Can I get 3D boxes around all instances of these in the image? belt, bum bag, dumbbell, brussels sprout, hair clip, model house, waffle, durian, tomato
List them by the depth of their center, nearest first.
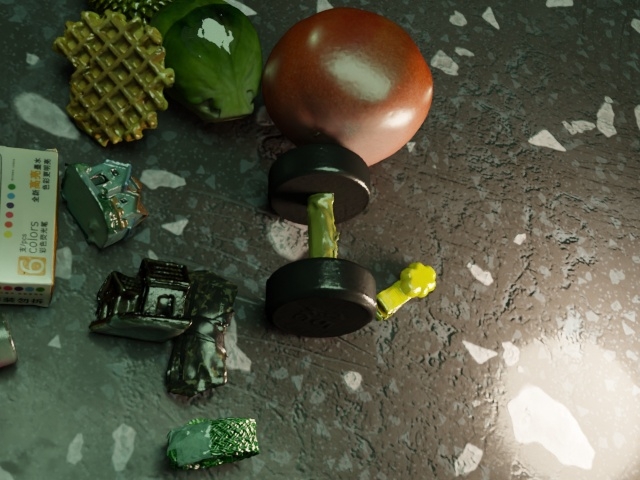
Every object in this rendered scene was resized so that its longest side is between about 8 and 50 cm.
[{"bbox_3d":[-0.176,0.320,1.255,0.151,0.121,0.079,-5,67,-20],"label":"belt"},{"bbox_3d":[-0.301,0.092,1.337,0.165,0.106,0.152,10,58,-11],"label":"model house"},{"bbox_3d":[-0.206,0.158,1.364,0.102,0.069,0.248,-8,60,16],"label":"bum bag"},{"bbox_3d":[-0.370,-0.081,1.411,0.149,0.119,0.148,-31,77,-41],"label":"model house"},{"bbox_3d":[0.000,0.000,1.457,0.204,0.204,0.322,9,59,-18],"label":"dumbbell"},{"bbox_3d":[-0.403,-0.308,1.483,0.249,0.056,0.253,17,95,8],"label":"waffle"},{"bbox_3d":[0.047,-0.283,1.555,0.341,0.341,0.272,22,50,-10],"label":"tomato"},{"bbox_3d":[0.171,0.095,1.570,0.173,0.046,0.072,-28,80,-34],"label":"hair clip"},{"bbox_3d":[-0.225,-0.361,1.573,0.219,0.210,0.271,-24,89,-26],"label":"brussels sprout"},{"bbox_3d":[-0.386,-0.542,1.626,0.200,0.176,0.237,30,65,19],"label":"durian"}]

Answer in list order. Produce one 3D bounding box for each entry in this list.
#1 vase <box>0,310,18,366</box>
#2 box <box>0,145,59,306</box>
[{"bbox_3d":[-0.585,0.180,1.193,0.214,0.086,0.086,-17,70,-24],"label":"vase"},{"bbox_3d":[-0.556,-0.028,1.310,0.221,0.091,0.273,1,62,-21],"label":"box"}]
